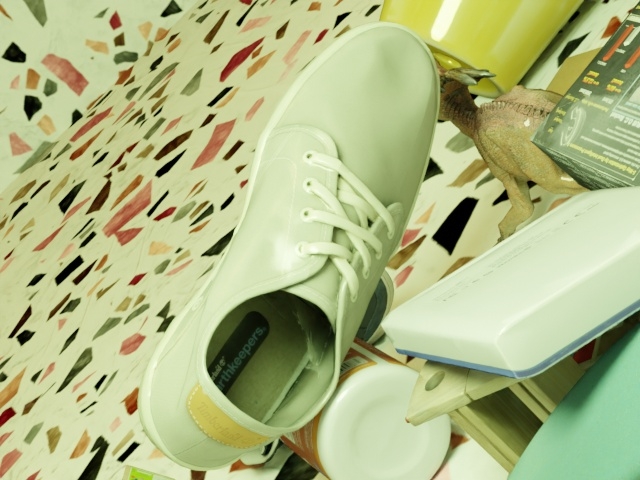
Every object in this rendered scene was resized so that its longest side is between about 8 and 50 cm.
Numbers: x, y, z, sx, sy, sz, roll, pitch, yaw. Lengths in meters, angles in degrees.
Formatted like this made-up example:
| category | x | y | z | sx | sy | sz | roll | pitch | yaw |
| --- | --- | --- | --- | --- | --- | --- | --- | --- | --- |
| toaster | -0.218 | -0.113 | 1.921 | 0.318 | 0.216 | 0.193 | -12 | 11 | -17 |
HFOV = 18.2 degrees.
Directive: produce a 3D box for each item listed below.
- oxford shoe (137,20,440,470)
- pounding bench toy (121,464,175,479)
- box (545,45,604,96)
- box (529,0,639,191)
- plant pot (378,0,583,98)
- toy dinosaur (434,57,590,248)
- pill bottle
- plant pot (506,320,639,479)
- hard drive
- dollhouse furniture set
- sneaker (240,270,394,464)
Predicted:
| category | x | y | z | sx | sy | sz | roll | pitch | yaw |
| --- | --- | --- | --- | --- | --- | --- | --- | --- | --- |
| oxford shoe | 0.000 | 0.000 | 1.711 | 0.130 | 0.169 | 0.449 | -14 | 42 | 58 |
| pounding bench toy | -0.167 | 0.276 | 2.004 | 0.052 | 0.083 | 0.065 | -83 | 12 | -63 |
| box | 0.283 | -0.143 | 1.998 | 0.201 | 0.021 | 0.164 | -14 | 35 | 54 |
| box | 0.329 | -0.124 | 1.599 | 0.242 | 0.076 | 0.307 | -52 | 25 | -2 |
| plant pot | 0.186 | -0.296 | 2.199 | 0.239 | 0.254 | 0.254 | -63 | 23 | -5 |
| toy dinosaur | 0.183 | -0.103 | 1.851 | 0.127 | 0.200 | 0.296 | -53 | 23 | -23 |
| pill bottle | 0.023 | 0.149 | 1.782 | 0.121 | 0.121 | 0.216 | -47 | 20 | -7 |
| plant pot | 0.230 | 0.165 | 1.309 | 0.234 | 0.165 | 0.165 | -41 | 19 | 32 |
| hard drive | 0.175 | 0.025 | 1.462 | 0.210 | 0.040 | 0.319 | -32 | 6 | -10 |
| dollhouse furniture set | 0.173 | 0.097 | 1.582 | 0.129 | 0.129 | 0.183 | -27 | 27 | 38 |
| sneaker | -0.023 | 0.124 | 1.944 | 0.226 | 0.086 | 0.163 | -45 | 7 | 28 |
